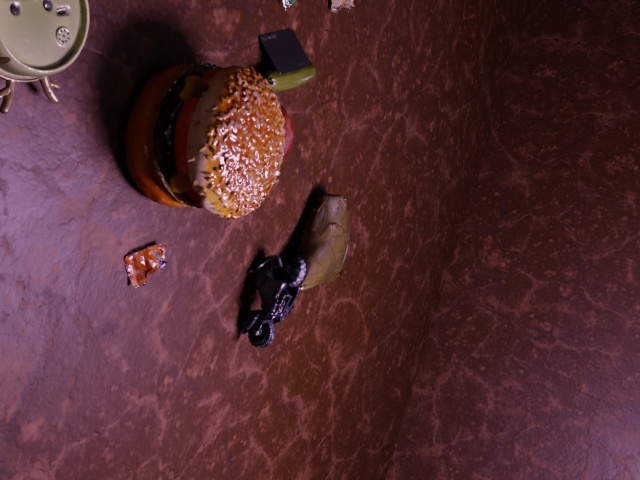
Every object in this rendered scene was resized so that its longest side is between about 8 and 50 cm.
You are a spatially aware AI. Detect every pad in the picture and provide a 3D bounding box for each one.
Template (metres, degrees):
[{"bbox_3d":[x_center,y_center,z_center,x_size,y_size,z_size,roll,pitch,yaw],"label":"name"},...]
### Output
[{"bbox_3d":[-0.089,-0.488,1.887,0.157,0.003,0.112,-35,97,-52],"label":"pad"}]

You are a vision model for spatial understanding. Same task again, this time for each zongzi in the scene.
[{"bbox_3d":[0.000,0.000,2.123,0.300,0.145,0.273,-13,111,-77],"label":"zongzi"}]

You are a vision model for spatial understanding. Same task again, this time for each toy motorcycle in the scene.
[{"bbox_3d":[-0.142,0.150,1.996,0.106,0.159,0.270,22,98,-52],"label":"toy motorcycle"}]

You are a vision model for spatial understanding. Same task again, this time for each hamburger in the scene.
[{"bbox_3d":[-0.225,-0.213,1.551,0.330,0.250,0.330,-35,131,-52],"label":"hamburger"}]

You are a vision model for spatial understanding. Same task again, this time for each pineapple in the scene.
[{"bbox_3d":[0.061,-0.705,2.055,0.137,0.116,0.069,-45,-166,28],"label":"pineapple"}]

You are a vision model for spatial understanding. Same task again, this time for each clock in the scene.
[{"bbox_3d":[-0.476,-0.365,1.189,0.235,0.096,0.308,-32,129,-54],"label":"clock"}]

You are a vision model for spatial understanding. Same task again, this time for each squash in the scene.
[{"bbox_3d":[-0.092,-0.423,1.905,0.252,0.066,0.066,-31,128,-53],"label":"squash"}]

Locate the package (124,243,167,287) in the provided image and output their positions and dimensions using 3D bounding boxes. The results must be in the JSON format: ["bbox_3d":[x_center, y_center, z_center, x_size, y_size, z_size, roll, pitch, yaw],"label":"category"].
[{"bbox_3d":[-0.377,0.051,1.610,0.111,0.033,0.077,-31,138,-48],"label":"package"}]

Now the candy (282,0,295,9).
[{"bbox_3d":[-0.047,-0.701,1.868,0.203,0.078,0.141,-47,130,-26],"label":"candy"}]

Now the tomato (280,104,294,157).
[{"bbox_3d":[-0.142,-0.262,1.794,0.167,0.167,0.167,-33,129,-53],"label":"tomato"}]
